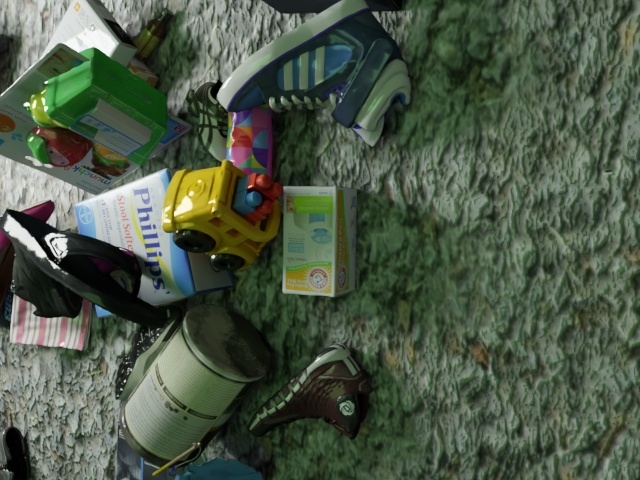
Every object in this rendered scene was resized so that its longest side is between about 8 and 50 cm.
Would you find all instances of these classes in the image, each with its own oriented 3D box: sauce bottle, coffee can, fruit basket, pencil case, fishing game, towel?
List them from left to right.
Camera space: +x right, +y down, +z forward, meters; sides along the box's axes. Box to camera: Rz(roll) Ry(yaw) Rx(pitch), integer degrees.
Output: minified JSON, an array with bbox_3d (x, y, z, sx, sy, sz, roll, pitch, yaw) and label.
[{"bbox_3d":[-0.692,0.204,1.315,0.196,0.029,0.144,8,96,-6],"label":"towel"},{"bbox_3d":[-0.511,-0.225,1.098,0.353,0.327,0.166,-31,56,21],"label":"fruit basket"},{"bbox_3d":[-0.383,-0.473,1.174,0.128,0.042,0.042,-43,75,19],"label":"sauce bottle"},{"bbox_3d":[-0.259,0.299,1.064,0.201,0.201,0.275,44,109,17],"label":"coffee can"},{"bbox_3d":[-0.211,0.506,1.072,0.189,0.041,0.264,-41,118,19],"label":"fishing game"},{"bbox_3d":[-0.140,-0.220,1.041,0.104,0.104,0.237,6,97,25],"label":"pencil case"}]

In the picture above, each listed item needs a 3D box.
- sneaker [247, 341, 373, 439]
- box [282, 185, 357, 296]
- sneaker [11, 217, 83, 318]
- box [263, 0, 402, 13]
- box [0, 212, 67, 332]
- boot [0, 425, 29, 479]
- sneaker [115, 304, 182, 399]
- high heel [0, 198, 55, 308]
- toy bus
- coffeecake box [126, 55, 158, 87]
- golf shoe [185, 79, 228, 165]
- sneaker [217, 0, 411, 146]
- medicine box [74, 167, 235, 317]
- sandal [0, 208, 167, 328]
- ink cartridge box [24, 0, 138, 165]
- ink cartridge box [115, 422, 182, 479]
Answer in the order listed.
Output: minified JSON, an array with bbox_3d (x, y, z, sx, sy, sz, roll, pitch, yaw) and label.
[{"bbox_3d":[-0.012,0.343,1.005,0.281,0.106,0.162,-46,77,20],"label":"sneaker"},{"bbox_3d":[0.000,0.000,0.980,0.114,0.103,0.203,3,94,26],"label":"box"},{"bbox_3d":[-0.679,0.075,1.211,0.130,0.109,0.287,-9,116,4],"label":"sneaker"},{"bbox_3d":[0.025,-0.528,0.943,0.261,0.103,0.185,11,95,24],"label":"box"},{"bbox_3d":[-0.831,0.090,1.402,0.293,0.073,0.296,14,99,25],"label":"box"},{"bbox_3d":[-0.956,0.554,1.473,0.222,0.118,0.339,-18,96,22],"label":"boot"},{"bbox_3d":[-0.377,0.258,1.178,0.272,0.107,0.100,-57,35,20],"label":"sneaker"},{"bbox_3d":[-0.763,0.047,1.289,0.377,0.127,0.181,-29,100,22],"label":"high heel"},{"bbox_3d":[-0.148,-0.051,0.965,0.211,0.220,0.150,-14,56,30],"label":"toy bus"},{"bbox_3d":[-0.492,-0.387,1.214,0.185,0.068,0.142,47,111,16],"label":"coffeecake box"},{"bbox_3d":[-0.215,-0.249,1.086,0.093,0.077,0.198,-28,82,24],"label":"golf shoe"},{"bbox_3d":[0.002,-0.251,0.920,0.322,0.130,0.236,-31,96,9],"label":"sneaker"},{"bbox_3d":[-0.365,0.009,1.130,0.289,0.149,0.264,-15,86,26],"label":"medicine box"},{"bbox_3d":[-0.471,0.028,1.018,0.445,0.167,0.107,30,88,21],"label":"sandal"},{"bbox_3d":[-0.580,-0.364,1.187,0.371,0.069,0.176,-44,76,21],"label":"ink cartridge box"},{"bbox_3d":[-0.410,0.541,1.227,0.165,0.065,0.333,6,94,26],"label":"ink cartridge box"}]
